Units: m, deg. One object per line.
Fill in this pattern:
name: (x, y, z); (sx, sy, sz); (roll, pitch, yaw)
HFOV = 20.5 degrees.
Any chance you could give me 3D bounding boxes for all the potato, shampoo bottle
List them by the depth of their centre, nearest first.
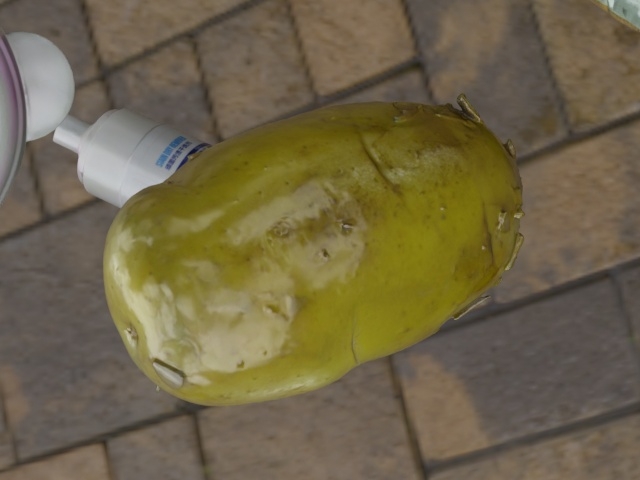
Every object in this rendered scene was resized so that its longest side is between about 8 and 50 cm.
potato: (0.000, 0.000, 1.122); (0.173, 0.300, 0.140); (55, 149, 21)
shampoo bottle: (-0.111, -0.042, 1.585); (0.303, 0.092, 0.092); (25, 104, 17)

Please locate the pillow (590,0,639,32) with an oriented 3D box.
pillow: (0.324, -0.286, 1.450); (0.312, 0.119, 0.310); (-40, 58, -10)

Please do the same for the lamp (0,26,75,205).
lamp: (-0.263, -0.050, 0.948); (0.179, 0.108, 0.246); (43, 86, -6)
